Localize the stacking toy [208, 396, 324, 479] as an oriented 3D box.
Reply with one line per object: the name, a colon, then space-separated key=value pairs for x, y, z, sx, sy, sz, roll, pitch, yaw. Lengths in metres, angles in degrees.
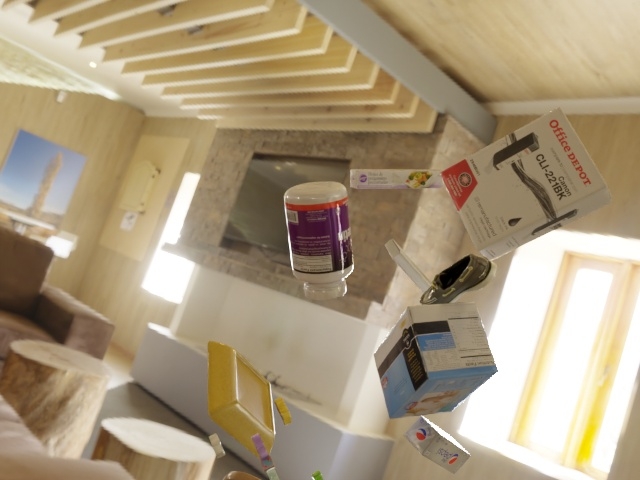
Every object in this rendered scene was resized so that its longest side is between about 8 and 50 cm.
stacking toy: x=-0.102 y=0.442 z=1.211 sx=0.221 sy=0.167 sz=0.052 roll=58 pitch=-17 yaw=28

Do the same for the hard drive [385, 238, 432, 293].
hard drive: x=0.351 y=0.137 z=2.168 sx=0.307 sy=0.040 sz=0.203 roll=48 pitch=7 yaw=-11

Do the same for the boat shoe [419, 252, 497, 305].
boat shoe: x=0.395 y=0.127 z=1.863 sx=0.091 sy=0.109 sz=0.305 roll=31 pitch=-40 yaw=-15

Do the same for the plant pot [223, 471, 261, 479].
plant pot: x=-0.217 y=0.819 z=1.849 sx=0.238 sy=0.109 sz=0.237 roll=16 pitch=-51 yaw=21

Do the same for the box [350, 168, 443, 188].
box: x=0.262 y=-0.209 z=2.090 sx=0.324 sy=0.063 sz=0.067 roll=-2 pitch=10 yaw=-17

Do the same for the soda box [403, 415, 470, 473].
soda box: x=0.392 y=0.685 z=2.058 sx=0.098 sy=0.091 sz=0.286 roll=39 pitch=-3 yaw=45

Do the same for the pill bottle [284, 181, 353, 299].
pill bottle: x=0.000 y=0.000 z=1.781 sx=0.182 sy=0.322 sz=0.181 roll=-6 pitch=16 yaw=2

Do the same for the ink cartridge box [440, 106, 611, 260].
ink cartridge box: x=0.417 y=-0.111 z=1.261 sx=0.273 sy=0.196 sz=0.114 roll=-29 pitch=-24 yaw=19

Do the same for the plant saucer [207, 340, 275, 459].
plant saucer: x=-0.258 y=0.533 z=2.110 sx=0.332 sy=0.081 sz=0.332 roll=52 pitch=14 yaw=-35

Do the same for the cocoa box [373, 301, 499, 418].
cocoa box: x=0.334 y=0.368 z=1.859 sx=0.232 sy=0.227 sz=0.347 roll=-2 pitch=-33 yaw=-17
